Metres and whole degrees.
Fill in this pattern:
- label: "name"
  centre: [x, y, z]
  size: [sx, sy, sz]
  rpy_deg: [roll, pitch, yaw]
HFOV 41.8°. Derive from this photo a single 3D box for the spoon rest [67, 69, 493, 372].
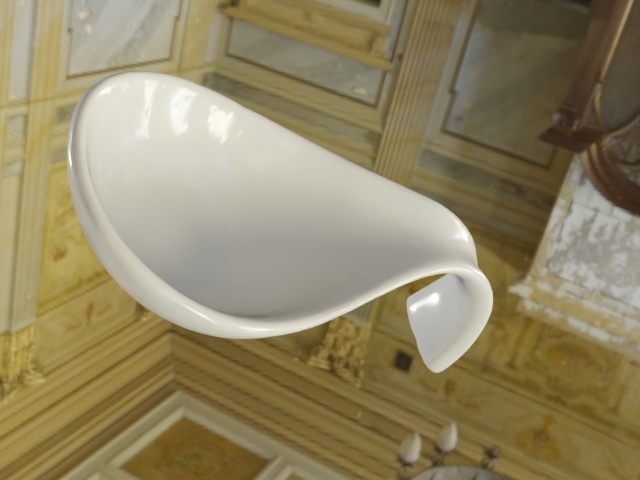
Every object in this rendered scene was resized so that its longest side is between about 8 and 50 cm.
- label: "spoon rest"
  centre: [0.000, 0.000, 0.415]
  size: [0.276, 0.084, 0.137]
  rpy_deg: [23, -139, -44]
